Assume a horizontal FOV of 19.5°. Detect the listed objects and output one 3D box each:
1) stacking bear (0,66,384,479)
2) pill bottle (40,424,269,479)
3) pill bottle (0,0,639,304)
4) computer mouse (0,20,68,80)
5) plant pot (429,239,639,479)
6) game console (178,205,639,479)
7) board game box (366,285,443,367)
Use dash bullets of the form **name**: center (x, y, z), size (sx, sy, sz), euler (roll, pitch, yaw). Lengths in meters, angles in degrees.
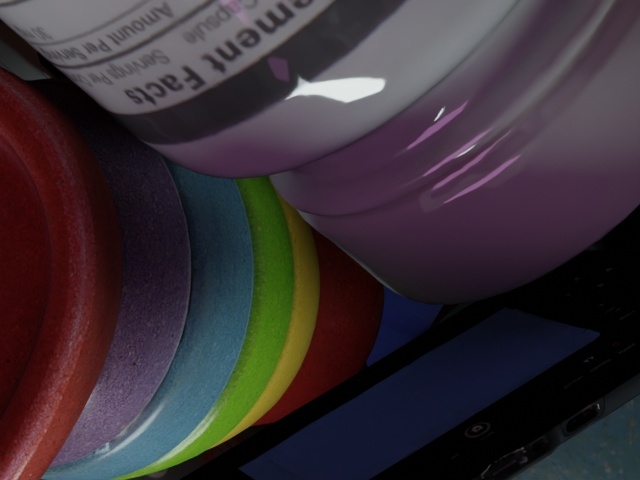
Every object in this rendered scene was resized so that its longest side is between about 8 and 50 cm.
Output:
- **stacking bear**: center (-0.073, 0.021, 0.743), size (0.164, 0.175, 0.289), euler (-37, 160, 21)
- **pill bottle**: center (-0.166, 0.162, 1.049), size (0.363, 0.210, 0.210), euler (22, 145, -3)
- **pill bottle**: center (-0.039, -0.150, 0.581), size (0.204, 0.204, 0.361), euler (-21, 128, 43)
- **computer mouse**: center (-0.148, -0.069, 0.879), size (0.193, 0.042, 0.106), euler (27, 143, -10)
- **plant pot**: center (0.130, 0.142, 0.825), size (0.248, 0.247, 0.252), euler (25, 101, -7)
- **game console**: center (0.104, 0.021, 0.604), size (0.044, 0.361, 0.213), euler (62, 162, -8)
- **board game box**: center (0.000, 0.000, 0.910), size (0.133, 0.033, 0.169), euler (26, 139, 0)
